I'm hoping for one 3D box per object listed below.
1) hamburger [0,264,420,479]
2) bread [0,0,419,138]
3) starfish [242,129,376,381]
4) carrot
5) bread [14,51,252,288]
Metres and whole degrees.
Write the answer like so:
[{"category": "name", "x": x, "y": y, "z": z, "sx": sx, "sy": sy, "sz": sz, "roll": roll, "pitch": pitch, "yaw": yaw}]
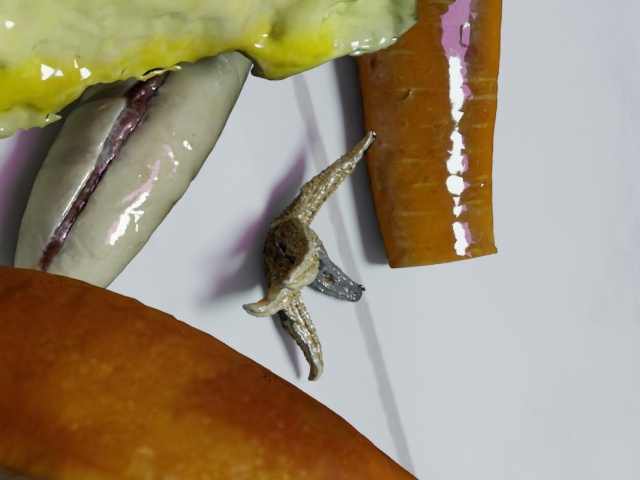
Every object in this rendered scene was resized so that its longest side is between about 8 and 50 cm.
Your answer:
[{"category": "hamburger", "x": -0.097, "y": 0.188, "z": 0.604, "sx": 0.330, "sy": 0.330, "sz": 0.250, "roll": 57, "pitch": 47, "yaw": -32}, {"category": "bread", "x": -0.077, "y": -0.147, "z": 0.786, "sx": 0.252, "sy": 0.133, "sz": 0.174, "roll": -17, "pitch": 138, "yaw": -15}, {"category": "starfish", "x": -0.005, "y": 0.000, "z": 0.973, "sx": 0.133, "sy": 0.041, "sz": 0.130, "roll": 64, "pitch": 40, "yaw": -67}, {"category": "carrot", "x": 0.059, "y": -0.081, "z": 1.031, "sx": 0.087, "sy": 0.087, "sz": 0.193, "roll": 4, "pitch": 87, "yaw": -52}, {"category": "bread", "x": -0.079, "y": -0.059, "z": 0.854, "sx": 0.053, "sy": 0.073, "sz": 0.214, "roll": 53, "pitch": 50, "yaw": -34}]
